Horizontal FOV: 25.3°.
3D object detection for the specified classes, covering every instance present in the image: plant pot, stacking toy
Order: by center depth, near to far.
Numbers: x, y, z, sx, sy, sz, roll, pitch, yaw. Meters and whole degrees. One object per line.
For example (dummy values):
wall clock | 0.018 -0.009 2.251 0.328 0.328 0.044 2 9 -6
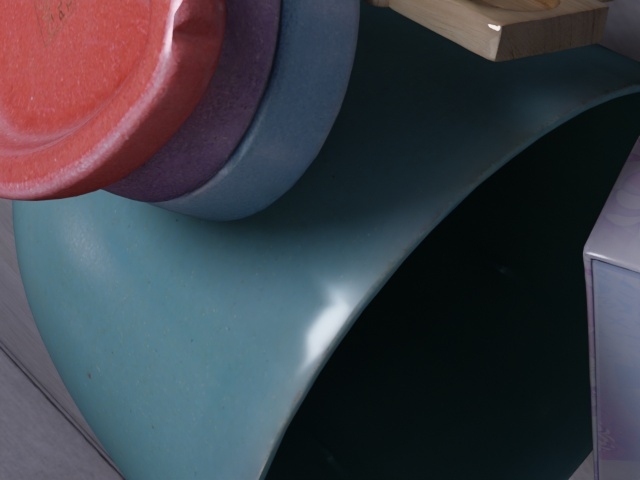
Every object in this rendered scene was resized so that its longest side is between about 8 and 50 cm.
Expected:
stacking toy | -0.023 -0.173 0.473 0.279 0.130 0.308 -31 63 44
plant pot | 0.000 0.000 0.657 0.235 0.293 0.293 39 161 32

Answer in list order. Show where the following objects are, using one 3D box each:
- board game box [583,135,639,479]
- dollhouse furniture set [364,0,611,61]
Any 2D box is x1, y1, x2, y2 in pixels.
board game box | 0.272 0.115 0.597 0.318 0.066 0.318 19 151 22
dollhouse furniture set | 0.123 -0.113 0.429 0.151 0.144 0.123 35 128 40
